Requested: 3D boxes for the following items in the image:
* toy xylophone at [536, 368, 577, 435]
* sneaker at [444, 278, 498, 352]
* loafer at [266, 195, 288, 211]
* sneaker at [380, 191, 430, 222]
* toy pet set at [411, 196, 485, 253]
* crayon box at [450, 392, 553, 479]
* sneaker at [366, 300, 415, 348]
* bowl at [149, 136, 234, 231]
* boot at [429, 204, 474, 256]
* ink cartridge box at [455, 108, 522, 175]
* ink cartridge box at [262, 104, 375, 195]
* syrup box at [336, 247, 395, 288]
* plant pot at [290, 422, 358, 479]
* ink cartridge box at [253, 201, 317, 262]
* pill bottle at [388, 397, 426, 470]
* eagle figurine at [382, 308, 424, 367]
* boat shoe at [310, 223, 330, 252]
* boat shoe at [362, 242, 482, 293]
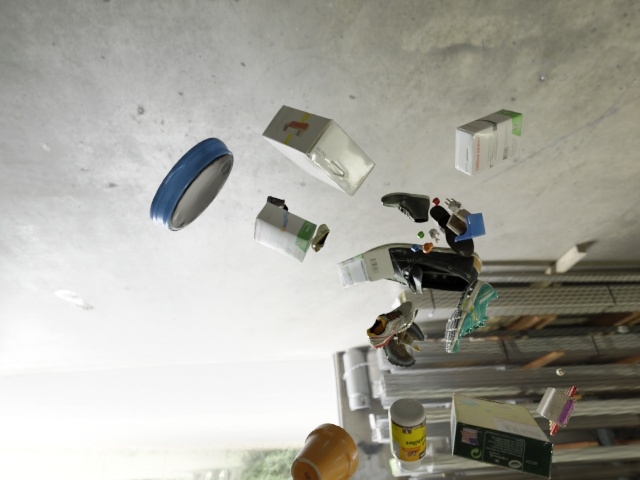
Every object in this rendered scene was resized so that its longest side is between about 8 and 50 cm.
[{"bbox_3d":[0.959,0.642,1.706,0.081,0.236,0.322,27,-177,27],"label":"toy xylophone"},{"bbox_3d":[0.514,0.267,1.443,0.109,0.275,0.107,31,174,4],"label":"sneaker"},{"bbox_3d":[-0.206,-0.154,2.184,0.095,0.109,0.302,1,169,6],"label":"loafer"},{"bbox_3d":[0.376,-0.144,1.876,0.221,0.118,0.083,2,158,8],"label":"sneaker"},{"bbox_3d":[0.257,-0.018,0.821,0.114,0.065,0.122,-7,129,-31],"label":"toy pet set"},{"bbox_3d":[0.435,0.471,1.060,0.202,0.081,0.318,6,175,18],"label":"crayon box"},{"bbox_3d":[0.266,0.309,1.591,0.225,0.088,0.093,-41,130,-10],"label":"sneaker"},{"bbox_3d":[-0.459,-0.196,1.552,0.077,0.391,0.391,37,142,1],"label":"bowl"},{"bbox_3d":[0.564,0.009,1.727,0.096,0.264,0.280,-43,140,7],"label":"boot"},{"bbox_3d":[0.726,-0.426,1.832,0.272,0.115,0.199,-23,125,-17],"label":"ink cartridge box"},{"bbox_3d":[-0.012,-0.351,1.624,0.279,0.384,0.160,36,91,-39],"label":"ink cartridge box"},{"bbox_3d":[0.142,0.097,1.399,0.096,0.093,0.237,-11,173,-21],"label":"syrup box"},{"bbox_3d":[0.001,0.776,1.471,0.205,0.205,0.187,-25,170,31],"label":"plant pot"},{"bbox_3d":[-0.135,-0.030,1.581,0.212,0.093,0.154,23,144,3],"label":"ink cartridge box"},{"bbox_3d":[0.284,0.633,1.371,0.117,0.117,0.215,-6,110,1],"label":"pill bottle"},{"bbox_3d":[0.411,0.488,2.095,0.226,0.225,0.298,-19,151,5],"label":"eagle figurine"},{"bbox_3d":[0.002,-0.001,1.787,0.056,0.048,0.153,-10,138,-38],"label":"boat shoe"},{"bbox_3d":[0.381,0.120,1.693,0.499,0.156,0.187,2,140,18],"label":"boat shoe"}]
